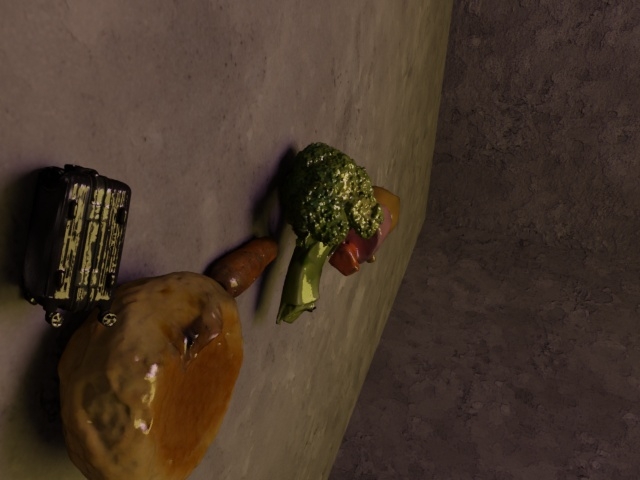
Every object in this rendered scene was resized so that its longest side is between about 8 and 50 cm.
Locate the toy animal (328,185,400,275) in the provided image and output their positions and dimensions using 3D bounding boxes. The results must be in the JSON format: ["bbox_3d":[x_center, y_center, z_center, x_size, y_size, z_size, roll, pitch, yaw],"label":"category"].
[{"bbox_3d":[0.107,-0.051,1.242,0.195,0.169,0.281,61,28,-11],"label":"toy animal"}]

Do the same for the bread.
[{"bbox_3d":[-0.179,0.141,0.530,0.244,0.134,0.244,10,90,-73],"label":"bread"}]

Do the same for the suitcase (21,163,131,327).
[{"bbox_3d":[-0.204,0.001,0.419,0.059,0.086,0.126,7,96,-46],"label":"suitcase"}]

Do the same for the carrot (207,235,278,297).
[{"bbox_3d":[-0.114,0.035,0.781,0.186,0.060,0.060,-47,146,-62],"label":"carrot"}]

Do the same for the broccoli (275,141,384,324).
[{"bbox_3d":[0.020,-0.025,0.882,0.254,0.186,0.302,95,-2,-61],"label":"broccoli"}]
